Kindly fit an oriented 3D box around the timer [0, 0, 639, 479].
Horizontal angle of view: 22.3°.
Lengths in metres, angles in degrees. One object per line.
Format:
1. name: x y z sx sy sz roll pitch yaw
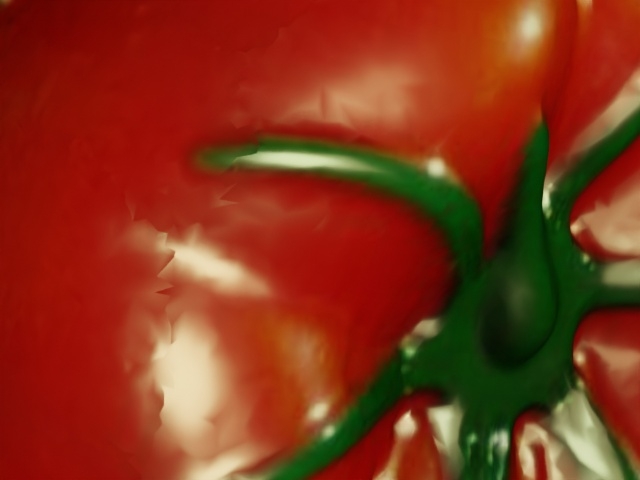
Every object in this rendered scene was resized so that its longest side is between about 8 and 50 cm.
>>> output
1. timer: 0.000 0.000 0.630 0.378 0.279 0.377 -13 113 -33
